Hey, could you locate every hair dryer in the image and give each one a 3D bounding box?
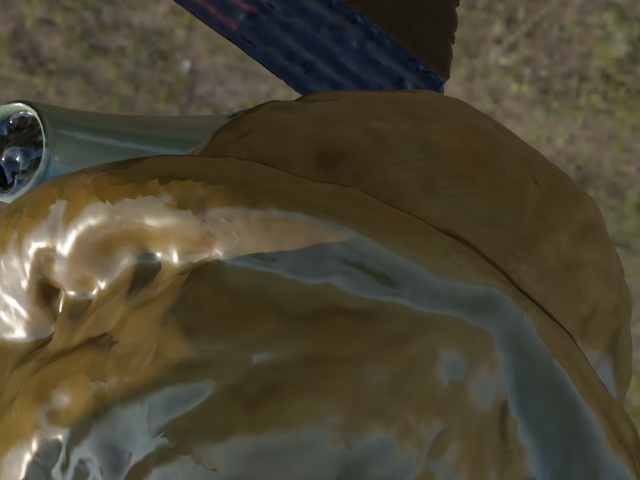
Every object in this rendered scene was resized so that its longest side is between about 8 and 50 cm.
[{"bbox_3d":[-0.040,-0.012,1.050,0.296,0.119,0.298,14,-174,-31],"label":"hair dryer"}]

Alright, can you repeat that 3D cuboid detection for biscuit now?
[{"bbox_3d":[-0.081,-0.199,1.016,0.388,0.107,0.073,36,130,-21],"label":"biscuit"}]

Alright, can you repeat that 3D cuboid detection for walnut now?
[{"bbox_3d":[-0.006,0.059,0.648,0.257,0.224,0.257,21,143,17],"label":"walnut"}]
